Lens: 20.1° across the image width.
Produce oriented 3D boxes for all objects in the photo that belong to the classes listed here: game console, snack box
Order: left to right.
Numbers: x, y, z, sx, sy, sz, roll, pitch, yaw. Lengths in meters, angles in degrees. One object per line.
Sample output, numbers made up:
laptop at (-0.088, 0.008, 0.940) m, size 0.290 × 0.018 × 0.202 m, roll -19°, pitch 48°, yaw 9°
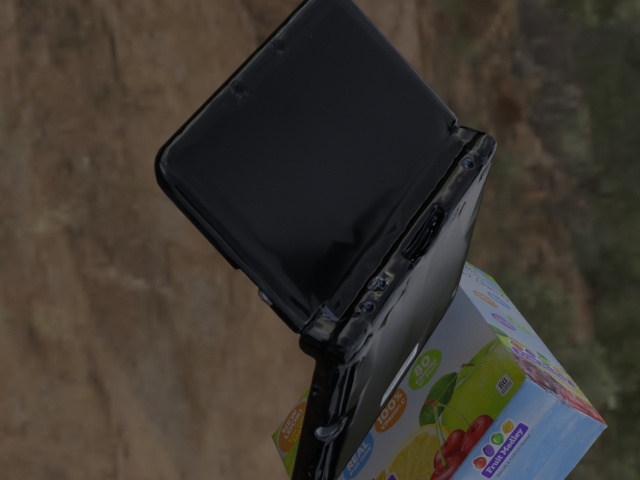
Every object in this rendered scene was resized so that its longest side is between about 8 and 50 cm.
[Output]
game console at (0.000, 0.000, 0.559) m, size 0.122 × 0.071 × 0.107 m, roll -52°, pitch 159°, yaw -47°
snack box at (0.064, 0.117, 1.100) m, size 0.070 × 0.174 × 0.207 m, roll 31°, pitch 11°, yaw -23°
